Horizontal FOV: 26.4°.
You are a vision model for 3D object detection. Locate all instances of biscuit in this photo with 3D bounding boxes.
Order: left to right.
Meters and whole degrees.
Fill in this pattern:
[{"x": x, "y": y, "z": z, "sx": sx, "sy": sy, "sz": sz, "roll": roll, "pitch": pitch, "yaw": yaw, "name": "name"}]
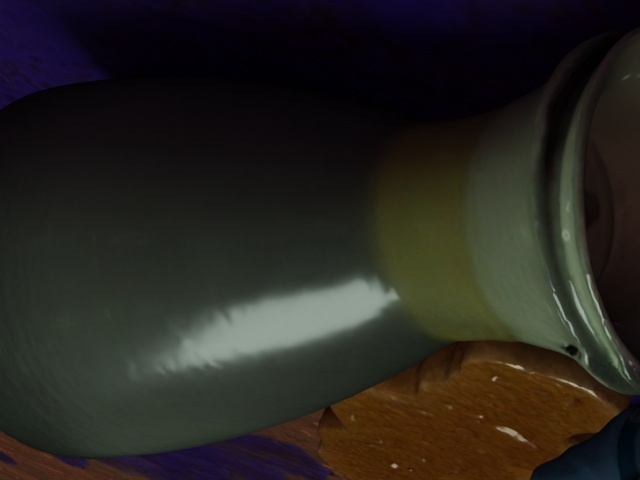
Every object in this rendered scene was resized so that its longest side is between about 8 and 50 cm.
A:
[{"x": 0.107, "y": 0.117, "z": 0.806, "sx": 0.202, "sy": 0.047, "sz": 0.334, "roll": 33, "pitch": 155, "yaw": -15, "name": "biscuit"}]

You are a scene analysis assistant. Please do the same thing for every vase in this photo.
[{"x": 0.000, "y": 0.000, "z": 0.532, "sx": 0.321, "sy": 0.173, "sz": 0.173, "roll": -8, "pitch": 141, "yaw": 43, "name": "vase"}]

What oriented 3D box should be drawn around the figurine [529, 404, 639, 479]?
[{"x": 0.156, "y": 0.072, "z": 0.556, "sx": 0.114, "sy": 0.178, "sz": 0.144, "roll": 52, "pitch": -169, "yaw": -16, "name": "figurine"}]
